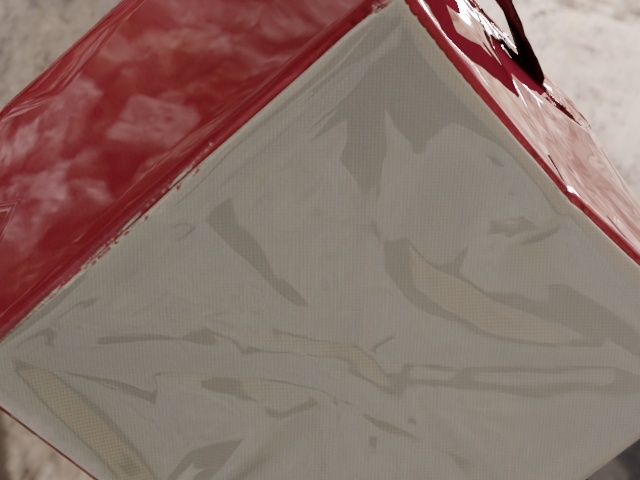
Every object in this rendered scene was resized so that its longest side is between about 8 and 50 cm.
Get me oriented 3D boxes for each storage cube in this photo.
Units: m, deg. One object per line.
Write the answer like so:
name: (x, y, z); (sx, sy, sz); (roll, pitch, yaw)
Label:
storage cube: (0.000, 0.000, 0.622); (0.215, 0.193, 0.183); (-40, -65, 12)
